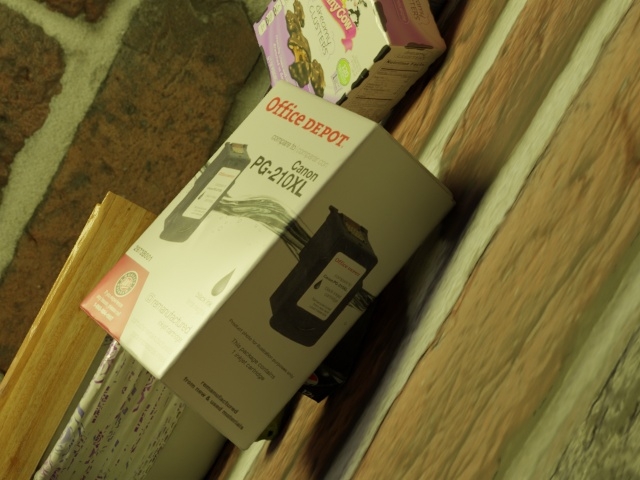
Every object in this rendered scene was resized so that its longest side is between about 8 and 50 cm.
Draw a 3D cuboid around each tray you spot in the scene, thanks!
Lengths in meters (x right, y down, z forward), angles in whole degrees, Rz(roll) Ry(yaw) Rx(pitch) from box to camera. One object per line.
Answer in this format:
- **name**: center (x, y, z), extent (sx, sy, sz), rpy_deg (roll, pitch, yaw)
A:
- **tray**: center (-0.292, 0.147, 1.886), extent (0.411, 0.076, 0.203), rpy_deg (-63, 7, -4)

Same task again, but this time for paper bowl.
- **paper bowl**: center (-0.162, 0.152, 1.815), extent (0.284, 0.148, 0.284), rpy_deg (-61, 8, 15)

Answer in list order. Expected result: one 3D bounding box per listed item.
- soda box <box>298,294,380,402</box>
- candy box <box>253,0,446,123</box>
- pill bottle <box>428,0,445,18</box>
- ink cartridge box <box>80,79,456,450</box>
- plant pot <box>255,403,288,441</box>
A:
- **soda box**: center (0.013, 0.036, 1.403), extent (0.053, 0.060, 0.169), rpy_deg (-40, 23, 55)
- **candy box**: center (0.024, -0.201, 1.772), extent (0.196, 0.070, 0.165), rpy_deg (-47, 51, 47)
- **pill bottle**: center (0.076, -0.241, 1.851), extent (0.160, 0.087, 0.087), rpy_deg (-60, 8, 18)
- **ink cartridge box**: center (-0.041, 0.011, 1.328), extent (0.237, 0.100, 0.172), rpy_deg (-49, 31, -6)
- **plant pot**: center (-0.055, 0.124, 1.520), extent (0.083, 0.083, 0.079), rpy_deg (129, 155, -55)
